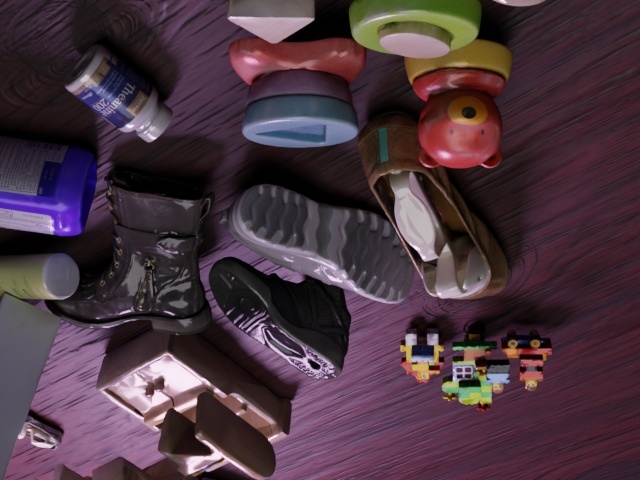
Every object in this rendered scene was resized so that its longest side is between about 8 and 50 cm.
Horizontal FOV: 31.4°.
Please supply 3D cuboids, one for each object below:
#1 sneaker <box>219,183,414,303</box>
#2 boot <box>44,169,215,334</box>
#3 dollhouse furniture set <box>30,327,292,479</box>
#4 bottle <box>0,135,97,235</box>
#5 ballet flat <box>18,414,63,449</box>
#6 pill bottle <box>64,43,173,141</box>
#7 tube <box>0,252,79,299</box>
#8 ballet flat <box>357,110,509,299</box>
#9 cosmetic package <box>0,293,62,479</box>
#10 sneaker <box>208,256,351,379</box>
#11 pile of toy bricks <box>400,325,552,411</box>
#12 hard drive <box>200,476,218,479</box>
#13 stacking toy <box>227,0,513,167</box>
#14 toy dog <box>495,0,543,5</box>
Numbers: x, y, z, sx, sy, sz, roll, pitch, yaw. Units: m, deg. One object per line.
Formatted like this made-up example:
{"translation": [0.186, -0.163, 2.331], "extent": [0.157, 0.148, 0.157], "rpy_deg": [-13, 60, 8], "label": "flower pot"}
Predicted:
{"translation": [0.000, 0.000, 1.488], "extent": [0.281, 0.105, 0.115], "rpy_deg": [27, 164, -25], "label": "sneaker"}
{"translation": [-0.257, 0.007, 1.514], "extent": [0.263, 0.091, 0.229], "rpy_deg": [4, 124, 11], "label": "boot"}
{"translation": [-0.203, 0.351, 1.612], "extent": [0.362, 0.394, 0.256], "rpy_deg": [-30, 125, 29], "label": "dollhouse furniture set"}
{"translation": [-0.426, -0.077, 1.413], "extent": [0.283, 0.118, 0.092], "rpy_deg": [8, 134, -3], "label": "bottle"}
{"translation": [-0.468, 0.307, 1.839], "extent": [0.114, 0.041, 0.041], "rpy_deg": [32, 128, -23], "label": "ballet flat"}
{"translation": [-0.235, -0.170, 1.342], "extent": [0.067, 0.067, 0.120], "rpy_deg": [-33, 123, 31], "label": "pill bottle"}
{"translation": [-0.426, 0.052, 1.553], "extent": [0.240, 0.062, 0.070], "rpy_deg": [-1, 98, 39], "label": "tube"}
{"translation": [0.145, -0.008, 1.425], "extent": [0.116, 0.124, 0.342], "rpy_deg": [-16, 130, 19], "label": "ballet flat"}
{"translation": [-0.504, 0.276, 1.593], "extent": [0.097, 0.284, 0.377], "rpy_deg": [28, 142, -18], "label": "cosmetic package"}
{"translation": [-0.047, 0.077, 1.534], "extent": [0.227, 0.130, 0.087], "rpy_deg": [37, 137, -18], "label": "sneaker"}
{"translation": [0.218, 0.191, 1.602], "extent": [0.212, 0.118, 0.105], "rpy_deg": [-1, 114, 7], "label": "pile of toy bricks"}
{"translation": [-0.140, 0.501, 1.985], "extent": [0.255, 0.054, 0.172], "rpy_deg": [29, 130, -21], "label": "hard drive"}
{"translation": [0.047, -0.155, 1.200], "extent": [0.309, 0.130, 0.279], "rpy_deg": [-2, 170, 10], "label": "stacking toy"}
{"translation": [0.102, -0.361, 1.106], "extent": [0.334, 0.161, 0.220], "rpy_deg": [30, 134, -3], "label": "toy dog"}
